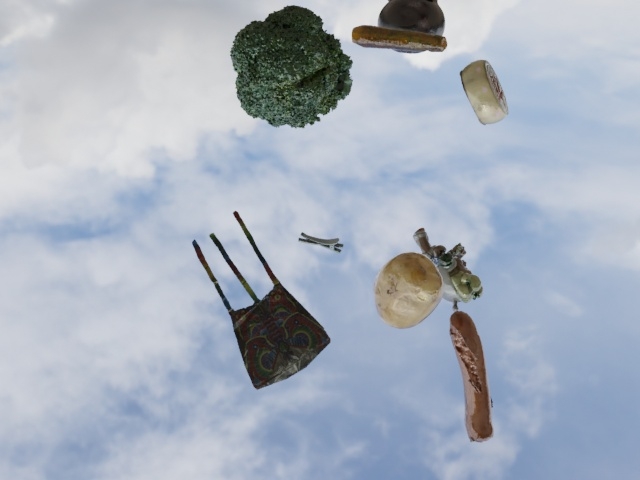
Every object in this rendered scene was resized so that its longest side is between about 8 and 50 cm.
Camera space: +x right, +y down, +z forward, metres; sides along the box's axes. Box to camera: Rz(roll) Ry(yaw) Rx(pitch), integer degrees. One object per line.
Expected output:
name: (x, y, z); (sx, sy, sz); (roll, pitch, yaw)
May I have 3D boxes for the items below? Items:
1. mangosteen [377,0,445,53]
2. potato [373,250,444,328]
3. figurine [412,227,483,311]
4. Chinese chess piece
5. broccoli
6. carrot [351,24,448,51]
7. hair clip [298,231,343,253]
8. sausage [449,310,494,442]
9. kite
mangosteen: (0.185, -0.453, 1.671); (0.137, 0.151, 0.137); (7, 175, 1)
potato: (0.151, 0.087, 1.460); (0.109, 0.178, 0.118); (-3, -118, -20)
figurine: (0.269, 0.052, 1.744); (0.093, 0.147, 0.197); (-29, -118, 11)
Chinese chess piece: (0.307, -0.276, 1.543); (0.051, 0.122, 0.122); (-23, -157, 25)
broccoli: (-0.045, -0.261, 1.258); (0.195, 0.195, 0.156); (6, -164, 2)
carrot: (0.139, -0.355, 1.464); (0.170, 0.042, 0.042); (10, -148, 18)
hair clip: (0.000, -0.001, 2.085); (0.115, 0.039, 0.030); (12, -133, 15)
sausage: (0.342, 0.307, 1.860); (0.078, 0.304, 0.078); (-9, -174, 1)
kite: (-0.107, 0.095, 1.373); (0.152, 0.285, 0.015); (-30, -176, -15)
